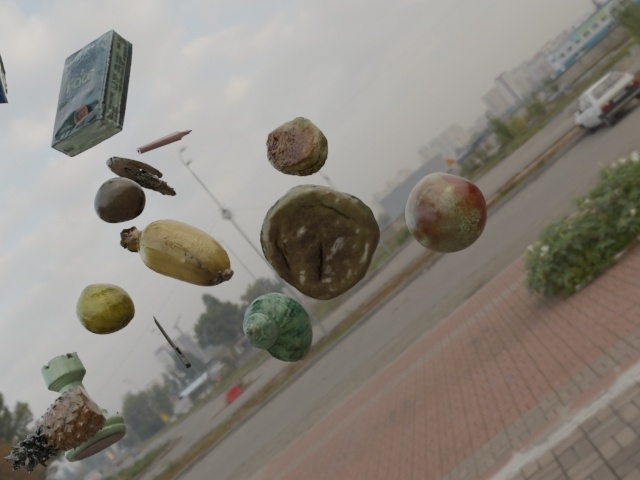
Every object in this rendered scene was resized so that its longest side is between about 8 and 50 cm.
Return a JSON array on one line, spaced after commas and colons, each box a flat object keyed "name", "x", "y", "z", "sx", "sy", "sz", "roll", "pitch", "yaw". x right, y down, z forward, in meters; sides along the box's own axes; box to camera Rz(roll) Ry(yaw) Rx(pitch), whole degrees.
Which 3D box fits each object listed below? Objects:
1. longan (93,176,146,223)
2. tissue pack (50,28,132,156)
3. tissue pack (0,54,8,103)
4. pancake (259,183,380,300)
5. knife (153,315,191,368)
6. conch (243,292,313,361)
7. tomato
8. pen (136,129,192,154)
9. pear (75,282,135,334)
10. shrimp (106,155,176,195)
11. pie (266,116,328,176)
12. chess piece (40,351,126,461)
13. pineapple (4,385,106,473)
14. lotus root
[{"name": "longan", "x": -0.423, "y": -0.081, "z": 1.485, "sx": 0.113, "sy": 0.092, "sz": 0.113, "roll": -19, "pitch": -39, "yaw": -16}, {"name": "tissue pack", "x": -0.643, "y": -0.413, "z": 1.985, "sx": 0.228, "sy": 0.315, "sz": 0.103, "roll": -18, "pitch": -31, "yaw": 30}, {"name": "tissue pack", "x": -1.006, "y": -0.471, "z": 1.898, "sx": 0.263, "sy": 0.146, "sz": 0.198, "roll": -9, "pitch": -32, "yaw": -18}, {"name": "pancake", "x": 0.000, "y": 0.000, "z": 1.688, "sx": 0.294, "sy": 0.294, "sz": 0.049, "roll": -41, "pitch": 12, "yaw": 8}, {"name": "knife", "x": -0.548, "y": 0.381, "z": 2.591, "sx": 0.019, "sy": 0.245, "sz": 0.072, "roll": -32, "pitch": -24, "yaw": -22}, {"name": "conch", "x": -0.107, "y": 0.218, "z": 1.757, "sx": 0.188, "sy": 0.176, "sz": 0.122, "roll": 0, "pitch": -4, "yaw": -21}, {"name": "tomato", "x": 0.400, "y": -0.080, "z": 2.287, "sx": 0.222, "sy": 0.270, "sz": 0.270, "roll": -48, "pitch": 1, "yaw": -29}, {"name": "pen", "x": -0.514, "y": -0.332, "z": 2.331, "sx": 0.197, "sy": 0.032, "sz": 0.053, "roll": -27, "pitch": 13, "yaw": -26}, {"name": "pear", "x": -0.609, "y": 0.196, "z": 1.991, "sx": 0.149, "sy": 0.162, "sz": 0.149, "roll": -56, "pitch": -22, "yaw": -38}, {"name": "shrimp", "x": -0.524, "y": -0.192, "z": 2.116, "sx": 0.143, "sy": 0.052, "sz": 0.251, "roll": -7, "pitch": -21, "yaw": 43}, {"name": "pie", "x": -0.069, "y": -0.256, "z": 1.921, "sx": 0.193, "sy": 0.163, "sz": 0.079, "roll": -2, "pitch": -3, "yaw": 33}, {"name": "chess piece", "x": -0.735, "y": 0.496, "z": 2.132, "sx": 0.195, "sy": 0.299, "sz": 0.194, "roll": -29, "pitch": -17, "yaw": -10}, {"name": "pineapple", "x": -0.733, "y": 0.529, "z": 1.911, "sx": 0.279, "sy": 0.158, "sz": 0.158, "roll": -37, "pitch": -3, "yaw": -15}, {"name": "lotus root", "x": -0.347, "y": 0.027, "z": 1.753, "sx": 0.131, "sy": 0.303, "sz": 0.146, "roll": -54, "pitch": -21, "yaw": -50}]
